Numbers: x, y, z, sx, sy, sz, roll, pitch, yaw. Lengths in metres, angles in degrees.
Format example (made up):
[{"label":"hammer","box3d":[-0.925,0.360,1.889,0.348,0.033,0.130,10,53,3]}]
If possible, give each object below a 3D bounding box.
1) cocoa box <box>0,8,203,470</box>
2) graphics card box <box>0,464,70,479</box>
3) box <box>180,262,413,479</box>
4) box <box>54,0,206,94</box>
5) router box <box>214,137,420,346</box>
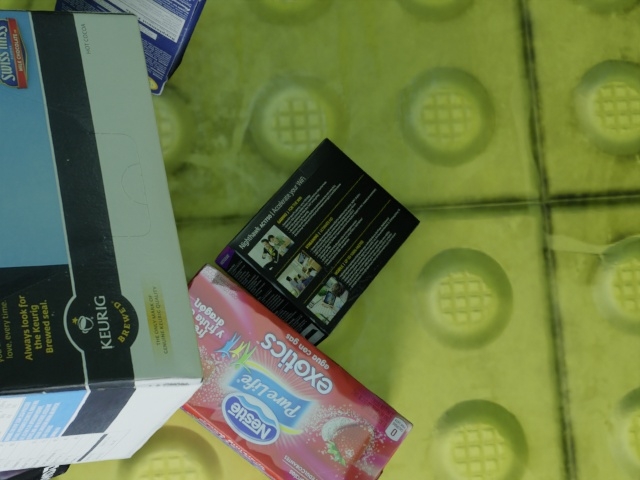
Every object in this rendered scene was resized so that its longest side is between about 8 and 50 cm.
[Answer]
[{"label":"cocoa box","box3d":[-0.265,0.004,1.155,0.228,0.231,0.347,-2,66,-25]},{"label":"graphics card box","box3d":[-0.433,0.163,1.212,0.371,0.094,0.232,-18,73,-26]},{"label":"box","box3d":[-0.053,0.150,1.317,0.257,0.128,0.122,39,79,-3]},{"label":"box","box3d":[-0.185,-0.230,1.300,0.136,0.225,0.036,33,65,-4]},{"label":"router box","box3d":[0.000,0.000,1.357,0.133,0.046,0.179,42,57,-2]}]
